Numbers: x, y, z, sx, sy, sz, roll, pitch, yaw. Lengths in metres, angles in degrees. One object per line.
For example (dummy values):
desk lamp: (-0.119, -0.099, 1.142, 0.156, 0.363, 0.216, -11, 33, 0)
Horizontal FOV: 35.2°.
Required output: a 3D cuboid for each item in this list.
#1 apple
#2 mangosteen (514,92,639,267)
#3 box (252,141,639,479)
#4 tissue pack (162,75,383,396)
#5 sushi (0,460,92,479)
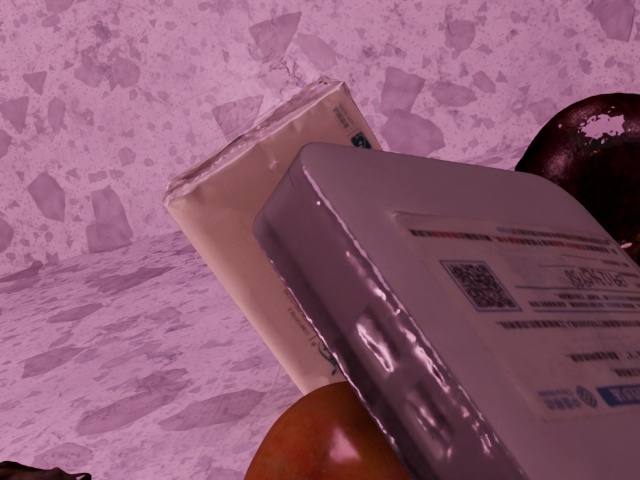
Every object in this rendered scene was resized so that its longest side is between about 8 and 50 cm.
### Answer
apple: (0.044, 0.240, 0.865, 0.242, 0.242, 0.241, -22, 1, -18)
mangosteen: (0.421, -0.059, 1.464, 0.297, 0.297, 0.293, -9, 39, 34)
box: (0.180, 0.087, 0.845, 0.396, 0.111, 0.396, 3, 41, -42)
tissue pack: (0.000, 0.000, 1.426, 0.297, 0.380, 0.207, -36, 16, -1)
sushi: (-0.360, 0.329, 0.860, 0.294, 0.281, 0.299, -3, 12, 30)
